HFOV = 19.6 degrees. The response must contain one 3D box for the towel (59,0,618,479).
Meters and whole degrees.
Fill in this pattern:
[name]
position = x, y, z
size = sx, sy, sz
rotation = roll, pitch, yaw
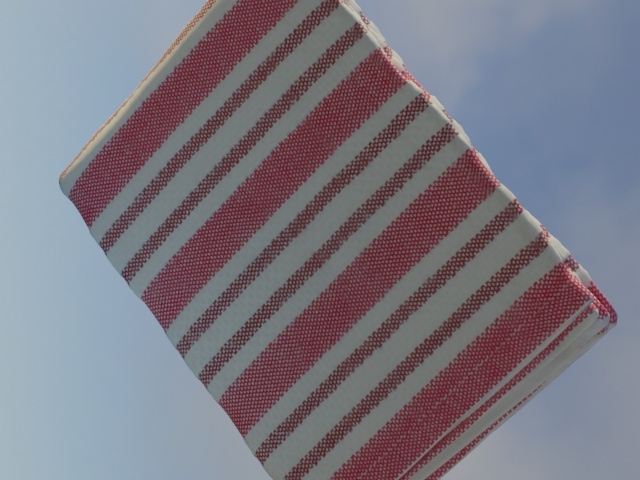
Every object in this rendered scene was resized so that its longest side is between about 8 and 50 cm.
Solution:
[towel]
position = 0.000, 0.000, 0.698
size = 0.197, 0.144, 0.029
rotation = 52, 20, 16
